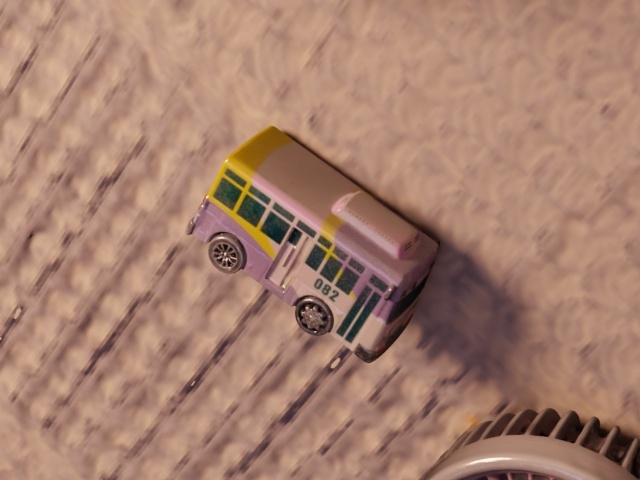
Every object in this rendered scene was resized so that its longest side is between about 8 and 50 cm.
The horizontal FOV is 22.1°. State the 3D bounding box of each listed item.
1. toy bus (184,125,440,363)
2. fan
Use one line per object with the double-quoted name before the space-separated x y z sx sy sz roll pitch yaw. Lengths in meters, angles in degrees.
"toy bus" 0.000 0.000 0.715 0.102 0.052 0.058 35 125 9
"fan" 0.091 0.187 0.745 0.130 0.074 0.244 21 122 16
